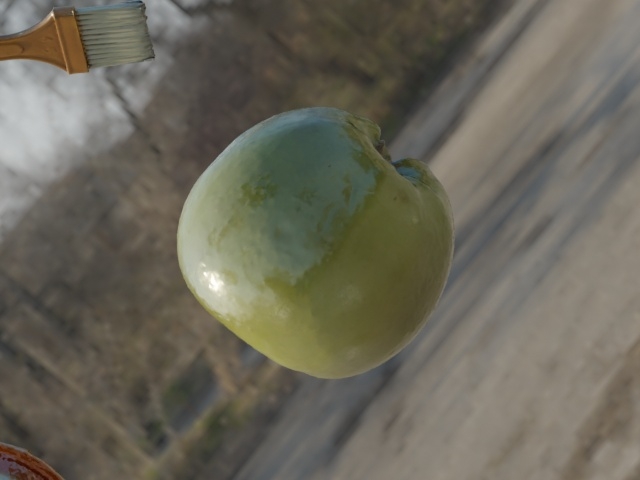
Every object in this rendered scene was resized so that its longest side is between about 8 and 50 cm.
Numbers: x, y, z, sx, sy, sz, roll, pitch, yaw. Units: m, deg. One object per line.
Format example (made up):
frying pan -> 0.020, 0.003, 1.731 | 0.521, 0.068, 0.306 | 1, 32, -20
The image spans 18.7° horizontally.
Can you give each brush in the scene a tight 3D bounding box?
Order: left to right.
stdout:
brush -> -0.316, -0.179, 1.826 | 0.090, 0.314, 0.017 | 84, 180, -53

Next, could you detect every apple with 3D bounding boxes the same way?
apple -> 0.000, 0.000, 2.053 | 0.254, 0.292, 0.292 | -52, 3, 18

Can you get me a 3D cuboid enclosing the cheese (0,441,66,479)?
cheese -> -0.326, 0.260, 1.582 | 0.329, 0.217, 0.129 | -6, 19, 5
